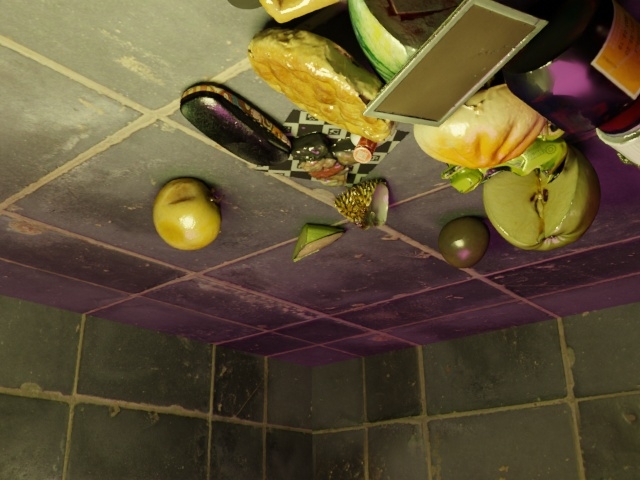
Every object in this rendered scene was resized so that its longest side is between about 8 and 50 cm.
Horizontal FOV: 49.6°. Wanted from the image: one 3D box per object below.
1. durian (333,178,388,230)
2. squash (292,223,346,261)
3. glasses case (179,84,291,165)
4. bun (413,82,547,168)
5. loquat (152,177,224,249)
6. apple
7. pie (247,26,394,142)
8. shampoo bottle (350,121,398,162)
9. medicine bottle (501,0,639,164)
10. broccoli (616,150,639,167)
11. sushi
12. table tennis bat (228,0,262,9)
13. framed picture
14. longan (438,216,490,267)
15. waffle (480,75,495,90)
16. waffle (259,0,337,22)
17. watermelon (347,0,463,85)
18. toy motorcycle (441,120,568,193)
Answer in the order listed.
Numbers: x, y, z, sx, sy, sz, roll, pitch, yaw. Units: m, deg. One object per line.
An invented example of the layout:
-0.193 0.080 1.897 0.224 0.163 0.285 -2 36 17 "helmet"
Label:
0.134 -0.102 1.985 0.144 0.139 0.252 -28 176 17 "durian"
-0.013 -0.020 2.310 0.184 0.085 0.192 -23 170 -26 "squash"
-0.198 -0.269 1.658 0.122 0.082 0.321 -10 152 36 "glasses case"
0.358 -0.239 1.522 0.298 0.165 0.299 -16 -178 1 "bun"
-0.373 -0.077 1.964 0.213 0.213 0.213 -1 157 0 "loquat"
0.603 -0.104 1.863 0.295 0.258 0.233 -17 155 32 "apple"
0.002 -0.314 1.395 0.339 0.083 0.339 30 175 3 "pie"
0.121 -0.251 1.555 0.108 0.221 0.051 -8 126 28 "shampoo bottle"
0.551 -0.296 1.347 0.395 0.243 0.242 32 143 -30 "medicine bottle"
0.818 -0.236 1.728 0.162 0.146 0.138 -19 115 11 "broccoli"
0.018 -0.207 1.842 0.320 0.069 0.339 9 156 -21 "sushi"
-0.140 -0.475 1.263 0.087 0.013 0.156 -1 158 3 "table tennis bat"
0.237 -0.311 1.236 0.231 0.018 0.293 -1 148 -43 "framed picture"
0.466 0.006 2.253 0.189 0.189 0.189 -1 157 0 "longan"
0.268 -0.367 1.478 0.229 0.057 0.219 -2 158 -1 "waffle"
0.008 -0.498 1.063 0.348 0.078 0.304 -12 145 22 "waffle"
0.170 -0.392 1.295 0.201 0.213 0.262 -25 158 3 "watermelon"
0.478 -0.213 1.744 0.342 0.206 0.142 -23 -169 40 "toy motorcycle"
